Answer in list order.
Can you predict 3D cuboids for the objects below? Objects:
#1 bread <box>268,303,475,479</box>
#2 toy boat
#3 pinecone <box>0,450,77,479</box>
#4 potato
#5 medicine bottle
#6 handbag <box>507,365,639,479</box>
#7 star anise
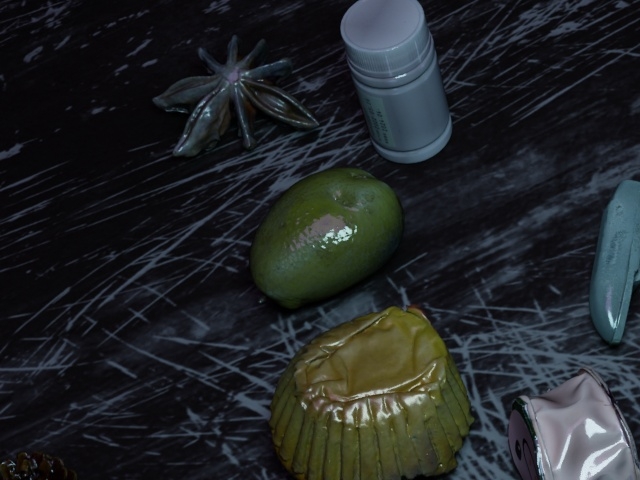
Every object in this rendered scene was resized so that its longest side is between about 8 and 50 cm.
[{"bbox_3d":[0.058,0.209,1.843,0.274,0.149,0.274,-8,46,8],"label":"bread"},{"bbox_3d":[0.417,0.033,1.920,0.085,0.078,0.260,18,55,0],"label":"toy boat"},{"bbox_3d":[-0.389,0.346,1.882,0.140,0.121,0.140,-14,48,16],"label":"pinecone"},{"bbox_3d":[0.000,0.000,2.012,0.251,0.159,0.174,-41,30,-6],"label":"potato"},{"bbox_3d":[0.115,-0.238,2.097,0.133,0.249,0.133,-7,54,10],"label":"medicine bottle"},{"bbox_3d":[0.304,0.264,1.713,0.116,0.179,0.205,-14,57,-4],"label":"handbag"},{"bbox_3d":[-0.142,-0.224,2.257,0.257,0.110,0.198,-19,66,10],"label":"star anise"}]
